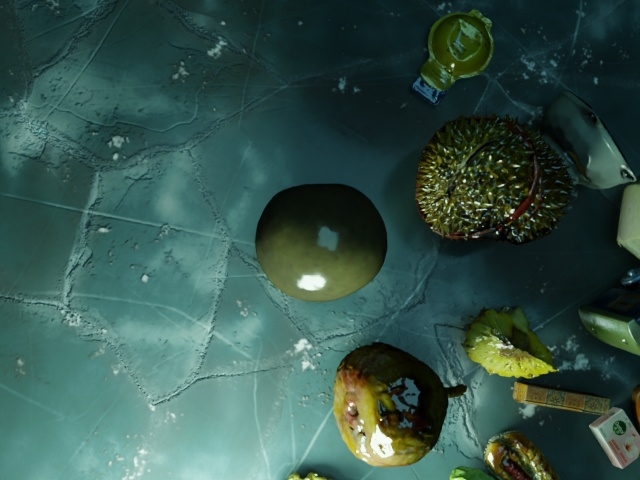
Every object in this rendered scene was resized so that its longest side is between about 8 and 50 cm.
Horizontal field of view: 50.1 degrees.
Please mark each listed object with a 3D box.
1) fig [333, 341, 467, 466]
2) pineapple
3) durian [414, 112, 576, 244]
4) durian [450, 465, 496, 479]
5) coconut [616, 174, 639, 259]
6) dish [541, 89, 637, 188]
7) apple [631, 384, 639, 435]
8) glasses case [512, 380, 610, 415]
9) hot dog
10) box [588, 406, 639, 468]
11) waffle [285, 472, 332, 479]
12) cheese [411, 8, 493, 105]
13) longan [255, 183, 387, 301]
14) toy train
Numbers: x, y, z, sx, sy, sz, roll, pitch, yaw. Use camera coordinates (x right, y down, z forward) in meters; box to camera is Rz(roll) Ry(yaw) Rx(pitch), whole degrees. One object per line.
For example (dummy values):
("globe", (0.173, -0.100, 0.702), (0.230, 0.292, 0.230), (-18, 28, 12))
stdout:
("fig", (0.210, 0.360, 1.598), (0.369, 0.286, 0.286), (-8, 85, -40))
("pineapple", (0.442, 0.239, 1.695), (0.250, 0.140, 0.164), (26, 40, -19))
("durian", (0.392, -0.135, 1.587), (0.384, 0.348, 0.347), (35, 79, -42))
("durian", (0.405, 0.647, 1.640), (0.250, 0.101, 0.139), (45, 81, -1))
("coconut", (0.864, -0.038, 1.699), (0.239, 0.239, 0.244), (11, 78, -6))
("dish", (0.629, -0.225, 1.679), (0.120, 0.303, 0.303), (-35, 90, 13))
("apple", (0.975, 0.454, 1.722), (0.365, 0.295, 0.329), (46, 39, 0))
("glasses case", (0.597, 0.394, 1.701), (0.218, 0.075, 0.049), (10, 87, -7))
("hot dog", (0.505, 0.573, 1.676), (0.131, 0.069, 0.252), (-42, 92, -10))
("box", (0.751, 0.497, 1.727), (0.089, 0.043, 0.125), (-33, 90, -9))
("waffle", (-0.027, 0.685, 1.606), (0.280, 0.060, 0.262), (39, 85, -1))
("cheese", (0.338, -0.472, 1.749), (0.177, 0.069, 0.270), (36, 85, -2))
("longan", (-0.002, 0.003, 1.556), (0.297, 0.297, 0.297), (1, 85, -7))
("toy train", (0.765, 0.168, 1.636), (0.202, 0.300, 0.131), (-36, 92, -1))
